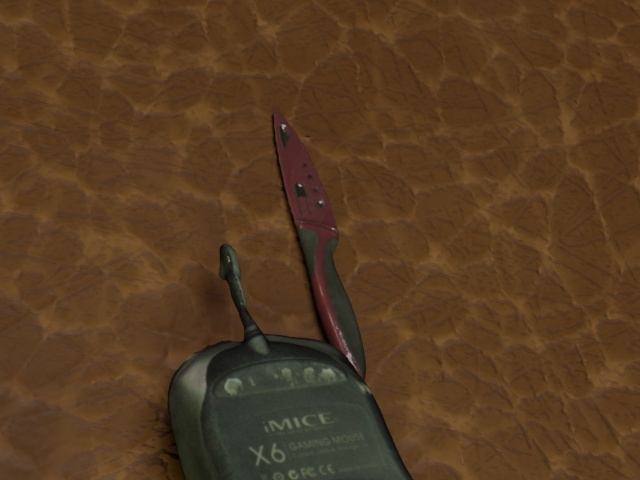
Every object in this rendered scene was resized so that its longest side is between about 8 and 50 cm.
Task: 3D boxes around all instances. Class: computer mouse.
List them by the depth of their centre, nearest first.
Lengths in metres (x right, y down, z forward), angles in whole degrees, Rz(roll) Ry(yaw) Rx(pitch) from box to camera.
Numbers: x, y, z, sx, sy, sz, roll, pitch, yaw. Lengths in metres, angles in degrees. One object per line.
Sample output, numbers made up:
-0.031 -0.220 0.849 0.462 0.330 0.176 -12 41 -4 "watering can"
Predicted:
-0.015 0.165 1.150 0.167 0.090 0.379 -1 53 -30 "computer mouse"

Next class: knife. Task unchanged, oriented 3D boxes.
0.000 0.000 1.303 0.035 0.018 0.247 -3 59 -21 "knife"
